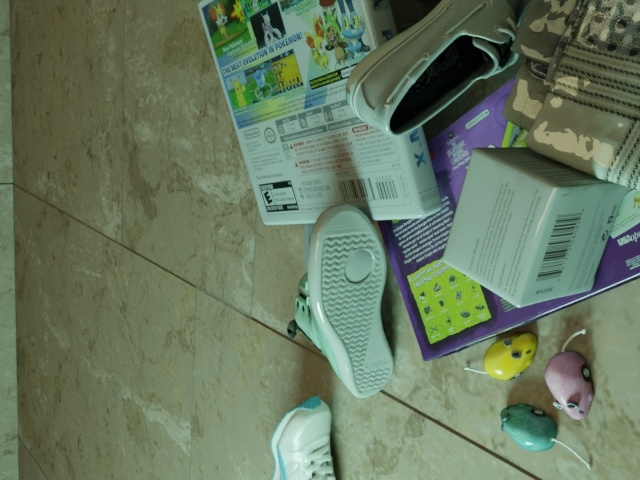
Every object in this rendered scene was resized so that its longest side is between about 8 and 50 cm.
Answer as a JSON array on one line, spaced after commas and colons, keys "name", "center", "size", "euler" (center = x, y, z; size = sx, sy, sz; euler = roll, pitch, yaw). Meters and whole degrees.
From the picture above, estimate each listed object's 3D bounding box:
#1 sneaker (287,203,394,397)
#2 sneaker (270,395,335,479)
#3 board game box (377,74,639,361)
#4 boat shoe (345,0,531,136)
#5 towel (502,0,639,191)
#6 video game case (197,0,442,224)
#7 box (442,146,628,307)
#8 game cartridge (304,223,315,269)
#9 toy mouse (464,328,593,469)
[{"name": "sneaker", "center": [0.003, 0.051, 0.860], "size": [0.151, 0.094, 0.255], "euler": [39, 147, 47]}, {"name": "sneaker", "center": [-0.013, 0.306, 0.982], "size": [0.092, 0.087, 0.228], "euler": [32, 127, 39]}, {"name": "board game box", "center": [0.186, -0.033, 0.694], "size": [0.347, 0.056, 0.208], "euler": [-35, 70, 49]}, {"name": "boat shoe", "center": [0.130, -0.168, 0.646], "size": [0.227, 0.079, 0.081], "euler": [-38, 49, 1]}, {"name": "towel", "center": [0.287, -0.169, 0.483], "size": [0.324, 0.056, 0.312], "euler": [33, 113, 41]}, {"name": "video game case", "center": [-0.018, -0.165, 0.833], "size": [0.329, 0.036, 0.299], "euler": [0, 109, 58]}, {"name": "box", "center": [0.170, -0.015, 0.596], "size": [0.087, 0.102, 0.101], "euler": [34, 121, 44]}, {"name": "game cartridge", "center": [0.000, 0.000, 0.974], "size": [0.056, 0.017, 0.083], "euler": [11, 103, 56]}, {"name": "toy mouse", "center": [0.206, 0.151, 0.700], "size": [0.161, 0.031, 0.143], "euler": [-50, 56, 44]}]
